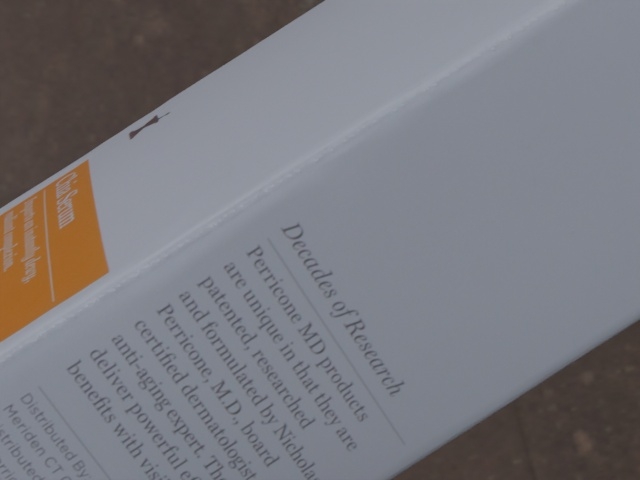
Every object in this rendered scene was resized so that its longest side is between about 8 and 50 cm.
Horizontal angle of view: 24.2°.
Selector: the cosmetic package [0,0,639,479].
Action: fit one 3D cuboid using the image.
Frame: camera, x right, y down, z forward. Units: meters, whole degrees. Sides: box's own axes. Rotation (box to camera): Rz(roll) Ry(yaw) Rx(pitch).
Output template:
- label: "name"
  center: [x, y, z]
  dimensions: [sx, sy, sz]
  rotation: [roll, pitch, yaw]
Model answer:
- label: "cosmetic package"
  center: [0.000, 0.000, 0.755]
  dimensions: [0.161, 0.453, 0.230]
  rotation: [58, 180, -21]
